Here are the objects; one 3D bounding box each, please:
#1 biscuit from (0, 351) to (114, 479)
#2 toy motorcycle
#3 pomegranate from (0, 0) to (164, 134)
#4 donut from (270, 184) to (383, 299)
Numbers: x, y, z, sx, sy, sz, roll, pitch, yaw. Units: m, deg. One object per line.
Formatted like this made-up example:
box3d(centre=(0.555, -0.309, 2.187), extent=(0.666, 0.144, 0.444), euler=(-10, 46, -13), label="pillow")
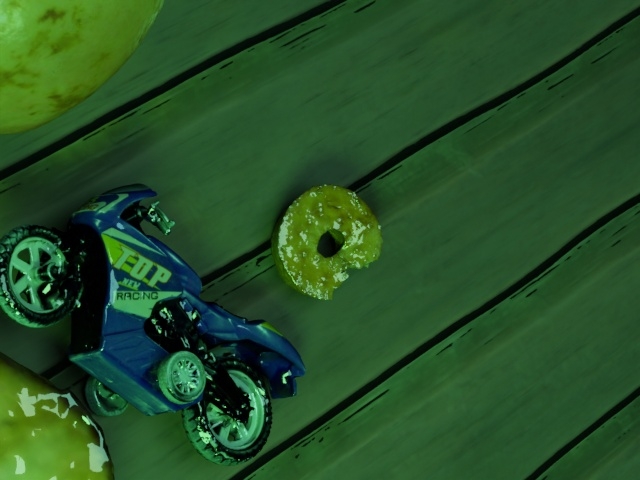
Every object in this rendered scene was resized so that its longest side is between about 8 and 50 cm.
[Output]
box3d(centre=(-0.296, 0.222, 1.350), extent=(0.296, 0.102, 0.296), euler=(10, 71, -31), label="biscuit")
box3d(centre=(-0.135, 0.060, 1.477), extent=(0.315, 0.113, 0.169), euler=(40, 54, -30), label="toy motorcycle")
box3d(centre=(-0.277, -0.251, 1.325), extent=(0.342, 0.342, 0.342), euler=(6, 78, -31), label="pomegranate")
box3d(centre=(0.000, 0.000, 1.608), extent=(0.108, 0.043, 0.097), euler=(-32, 99, -31), label="donut")
